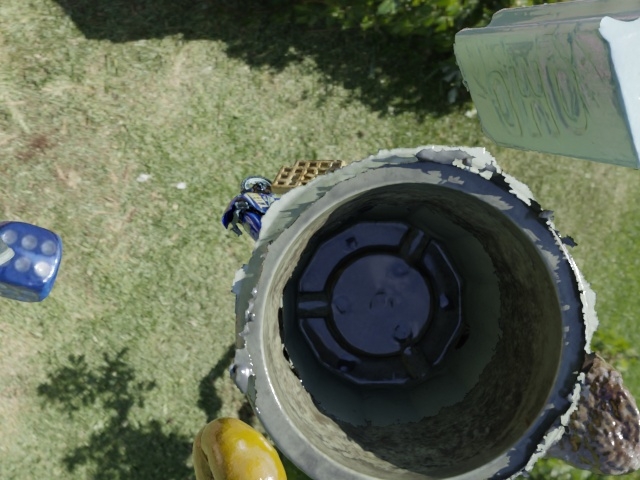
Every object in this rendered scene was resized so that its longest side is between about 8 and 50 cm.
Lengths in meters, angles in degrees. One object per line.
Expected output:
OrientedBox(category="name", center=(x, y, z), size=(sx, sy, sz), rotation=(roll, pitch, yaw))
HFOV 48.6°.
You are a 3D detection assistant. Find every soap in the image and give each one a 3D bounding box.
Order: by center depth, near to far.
OrientedBox(category="soap", center=(0.252, -0.167, 0.738), size=(0.094, 0.261, 0.150), rotation=(-25, 110, -15))

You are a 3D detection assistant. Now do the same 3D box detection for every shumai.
OrientedBox(category="shumai", center=(0.556, 0.414, 1.616), size=(0.262, 0.314, 0.267), rotation=(-10, 140, -26))

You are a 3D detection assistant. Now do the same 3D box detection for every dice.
OrientedBox(category="dice", center=(-0.637, 0.044, 1.506), size=(0.143, 0.146, 0.147), rotation=(18, 66, -27))

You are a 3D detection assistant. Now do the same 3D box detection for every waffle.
OrientedBox(category="waffle", center=(-0.023, -0.123, 1.368), size=(0.021, 0.134, 0.092), rotation=(70, 32, -44))

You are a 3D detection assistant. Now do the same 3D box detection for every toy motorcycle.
OrientedBox(category="toy motorcycle", center=(-0.102, -0.025, 1.509), size=(0.168, 0.315, 0.113), rotation=(-21, 146, -34))

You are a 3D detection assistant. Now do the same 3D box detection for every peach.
OrientedBox(category="peach", center=(-0.174, 0.488, 1.480), size=(0.153, 0.251, 0.251), rotation=(-29, 119, -38))

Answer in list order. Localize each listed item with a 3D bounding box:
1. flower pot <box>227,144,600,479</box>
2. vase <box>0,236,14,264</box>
OrientedBox(category="flower pot", center=(0.073, 0.068, 0.653), size=(0.290, 0.259, 0.291), rotation=(0, 90, 0))
OrientedBox(category="vase", center=(-0.594, -0.088, 1.070), size=(0.143, 0.143, 0.299), rotation=(-29, 110, -35))
